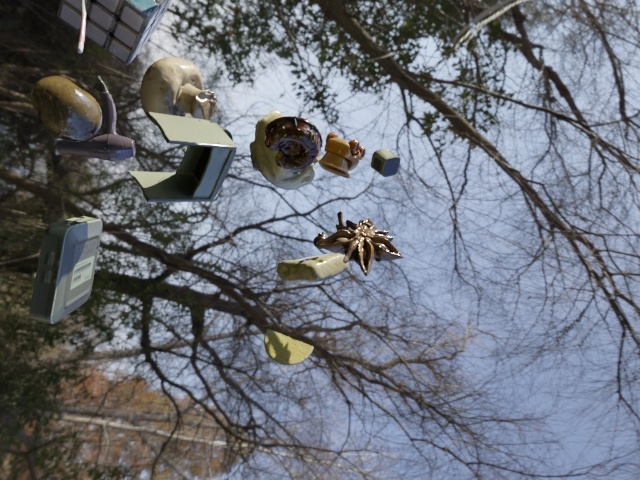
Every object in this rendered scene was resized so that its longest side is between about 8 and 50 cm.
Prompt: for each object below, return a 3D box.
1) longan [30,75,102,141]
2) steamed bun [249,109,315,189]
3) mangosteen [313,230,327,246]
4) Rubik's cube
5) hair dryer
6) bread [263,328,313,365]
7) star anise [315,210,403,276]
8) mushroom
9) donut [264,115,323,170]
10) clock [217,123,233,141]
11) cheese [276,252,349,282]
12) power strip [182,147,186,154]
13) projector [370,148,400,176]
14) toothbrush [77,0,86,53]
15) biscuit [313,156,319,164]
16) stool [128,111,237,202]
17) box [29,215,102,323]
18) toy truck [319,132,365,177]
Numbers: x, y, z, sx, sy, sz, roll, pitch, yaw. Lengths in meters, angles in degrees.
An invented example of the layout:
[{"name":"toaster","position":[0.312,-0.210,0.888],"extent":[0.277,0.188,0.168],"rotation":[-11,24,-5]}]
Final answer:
[{"name":"longan","position":[-0.722,-0.372,1.228],"extent":[0.167,0.187,0.167],"rotation":[-26,-162,9]},{"name":"steamed bun","position":[-0.189,-0.379,1.935],"extent":[0.247,0.339,0.352],"rotation":[-33,-133,1]},{"name":"mangosteen","position":[0.001,0.003,2.230],"extent":[0.081,0.081,0.080],"rotation":[-33,-131,48]},{"name":"Rubik's cube","position":[-0.783,-0.948,1.689],"extent":[0.304,0.305,0.301],"rotation":[-28,-141,48]},{"name":"hair dryer","position":[-0.971,-0.527,1.872],"extent":[0.121,0.301,0.361],"rotation":[-168,-102,-75]},{"name":"bread","position":[-0.134,0.419,1.630],"extent":[0.036,0.193,0.112],"rotation":[106,5,-52]},{"name":"star anise","position":[0.149,0.007,1.629],"extent":[0.350,0.292,0.108],"rotation":[28,-55,26]},{"name":"mushroom","position":[-0.557,-0.575,1.745],"extent":[0.297,0.290,0.297],"rotation":[23,90,-82]},{"name":"donut","position":[-0.100,-0.357,1.637],"extent":[0.230,0.216,0.096],"rotation":[86,7,-52]},{"name":"clock","position":[-0.467,-0.397,1.874],"extent":[0.042,0.215,0.214],"rotation":[34,-71,17]},{"name":"cheese","position":[-0.029,0.145,2.325],"extent":[0.351,0.328,0.129],"rotation":[-6,-85,49]},{"name":"power strip","position":[-0.524,-0.343,1.702],"extent":[0.017,0.027,0.083],"rotation":[-36,175,-2]},{"name":"projector","position":[0.260,-0.311,1.728],"extent":[0.082,0.083,0.083],"rotation":[49,-36,42]},{"name":"toothbrush","position":[-0.780,-0.728,1.424],"extent":[0.020,0.025,0.286],"rotation":[130,-44,-58]},{"name":"biscuit","position":[-0.110,-0.374,2.311],"extent":[0.249,0.035,0.184],"rotation":[-38,-161,-6]},{"name":"stool","position":[-0.468,-0.276,1.478],"extent":[0.170,0.270,0.243],"rotation":[49,-58,26]},{"name":"box","position":[-1.028,0.104,1.774],"extent":[0.396,0.111,0.396],"rotation":[-134,-123,-78]},{"name":"toy truck","position":[0.118,-0.490,2.483],"extent":[0.204,0.288,0.211],"rotation":[24,-87,19]}]
